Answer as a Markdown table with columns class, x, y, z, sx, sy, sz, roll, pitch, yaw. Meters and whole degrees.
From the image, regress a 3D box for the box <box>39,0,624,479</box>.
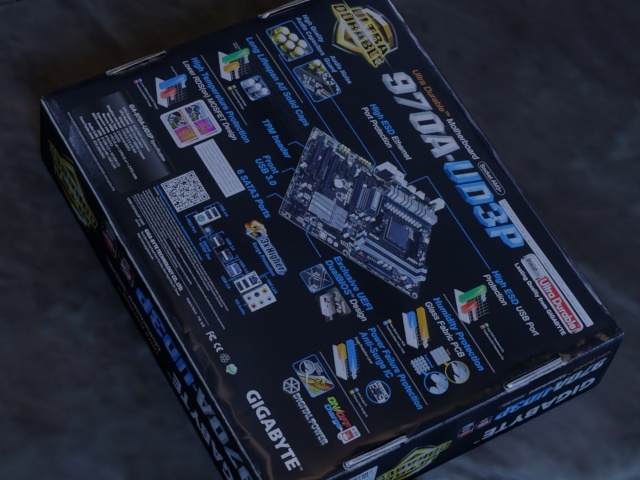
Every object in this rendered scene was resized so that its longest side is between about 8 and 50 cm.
| class | x | y | z | sx | sy | sz | roll | pitch | yaw |
| --- | --- | --- | --- | --- | --- | --- | --- | --- | --- |
| box | 0.000 | 0.000 | 0.780 | 0.175 | 0.051 | 0.220 | -24 | 66 | -21 |
